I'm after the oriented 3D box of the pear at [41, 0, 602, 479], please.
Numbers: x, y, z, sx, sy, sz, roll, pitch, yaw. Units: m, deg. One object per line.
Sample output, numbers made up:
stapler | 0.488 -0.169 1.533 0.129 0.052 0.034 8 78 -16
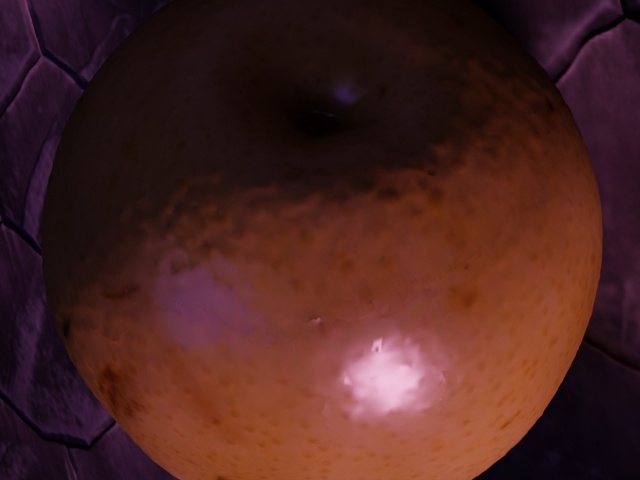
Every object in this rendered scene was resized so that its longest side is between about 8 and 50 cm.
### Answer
pear | 0.000 0.000 1.034 0.348 0.348 0.348 28 131 39
